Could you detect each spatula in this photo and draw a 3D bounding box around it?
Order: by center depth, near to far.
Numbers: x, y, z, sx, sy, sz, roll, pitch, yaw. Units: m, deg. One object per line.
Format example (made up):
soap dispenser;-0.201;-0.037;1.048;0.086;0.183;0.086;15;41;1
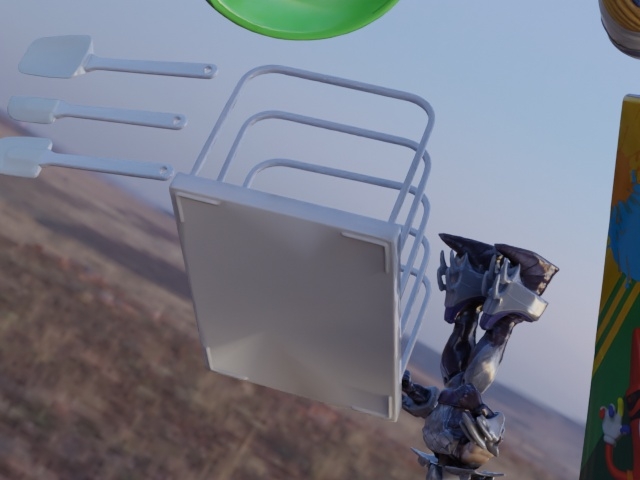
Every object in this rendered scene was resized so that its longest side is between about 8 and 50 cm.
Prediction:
spatula;-0.223;-0.131;1.426;0.242;0.168;0.019;7;-29;30

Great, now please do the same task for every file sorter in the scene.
file sorter;0.000;0.000;1.298;0.193;0.173;0.277;13;-35;13

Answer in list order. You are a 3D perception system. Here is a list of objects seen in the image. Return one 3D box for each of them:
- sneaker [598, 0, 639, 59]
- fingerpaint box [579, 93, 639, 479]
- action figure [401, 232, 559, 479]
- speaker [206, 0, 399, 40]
sneaker;0.332;-0.224;1.030;0.131;0.297;0.111;58;10;-78
fingerpaint box;0.409;0.094;0.977;0.445;0.371;0.163;0;12;-26
action figure;0.147;0.142;1.482;0.099;0.285;0.185;18;-5;-30
speaker;-0.014;-0.231;0.717;0.131;0.131;0.296;31;35;-30
